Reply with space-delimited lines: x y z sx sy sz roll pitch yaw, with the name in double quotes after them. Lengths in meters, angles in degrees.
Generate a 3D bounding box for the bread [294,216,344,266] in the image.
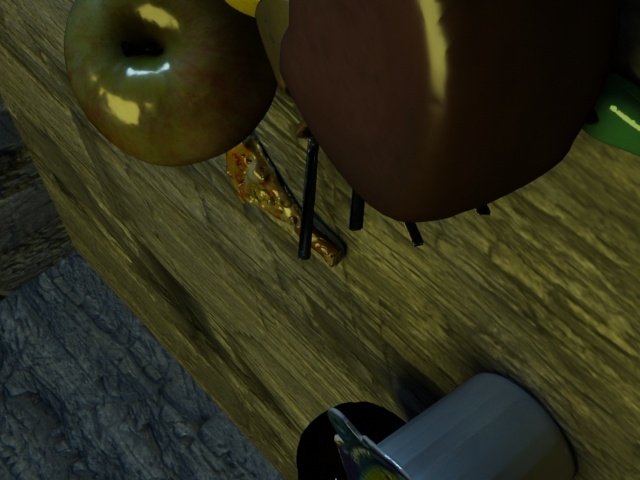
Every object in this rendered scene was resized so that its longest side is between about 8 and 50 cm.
0.000 0.000 1.510 0.083 0.036 0.047 44 167 23 "bread"

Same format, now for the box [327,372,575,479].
0.170 0.274 1.317 0.291 0.206 0.262 53 160 7 "box"

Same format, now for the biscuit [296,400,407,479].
0.123 0.412 1.528 0.407 0.091 0.407 45 -157 -25 "biscuit"

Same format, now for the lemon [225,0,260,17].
-0.057 -0.280 1.065 0.133 0.109 0.109 24 145 41 "lemon"

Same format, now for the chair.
0.038 -0.119 1.028 0.158 0.172 0.247 151 113 -68 "chair"

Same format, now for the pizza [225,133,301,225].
-0.086 -0.073 1.589 0.176 0.036 0.185 51 161 10 "pizza"

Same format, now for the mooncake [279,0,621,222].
0.080 -0.179 0.799 0.334 0.174 0.326 30 140 65 "mooncake"

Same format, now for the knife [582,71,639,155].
0.292 -0.055 0.755 0.260 0.034 0.063 35 150 32 "knife"

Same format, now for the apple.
-0.167 -0.216 1.249 0.257 0.257 0.234 50 -167 12 "apple"
